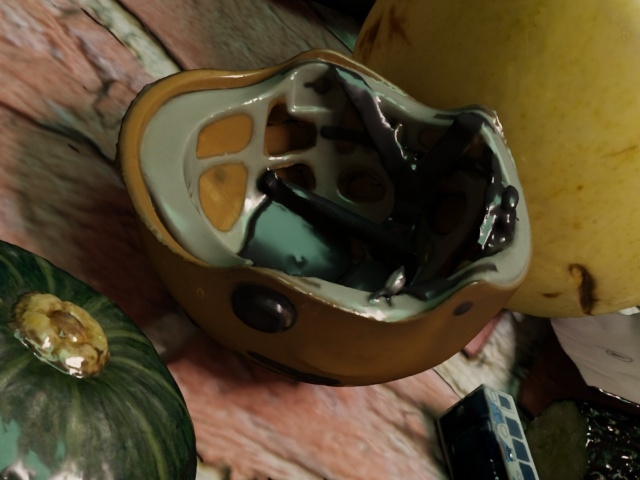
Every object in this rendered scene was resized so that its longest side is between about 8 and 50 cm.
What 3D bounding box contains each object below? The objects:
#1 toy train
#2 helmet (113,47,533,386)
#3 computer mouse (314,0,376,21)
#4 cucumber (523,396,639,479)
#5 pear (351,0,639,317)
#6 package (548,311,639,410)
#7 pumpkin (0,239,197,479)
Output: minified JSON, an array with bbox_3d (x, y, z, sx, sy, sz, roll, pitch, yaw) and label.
[{"bbox_3d":[0.110,0.178,0.610,0.047,0.043,0.208,26,37,-34],"label":"toy train"},{"bbox_3d":[0.000,0.000,0.604,0.224,0.130,0.198,11,41,0],"label":"helmet"},{"bbox_3d":[0.059,-0.276,0.947,0.269,0.100,0.170,9,84,-40],"label":"computer mouse"},{"bbox_3d":[0.251,0.157,0.762,0.300,0.072,0.072,14,44,-38],"label":"cucumber"},{"bbox_3d":[0.171,-0.104,0.754,0.309,0.309,0.309,29,36,-23],"label":"pear"},{"bbox_3d":[0.283,0.101,0.793,0.250,0.062,0.204,12,14,-5],"label":"package"},{"bbox_3d":[-0.123,0.071,0.398,0.167,0.125,0.167,26,32,-18],"label":"pumpkin"}]
